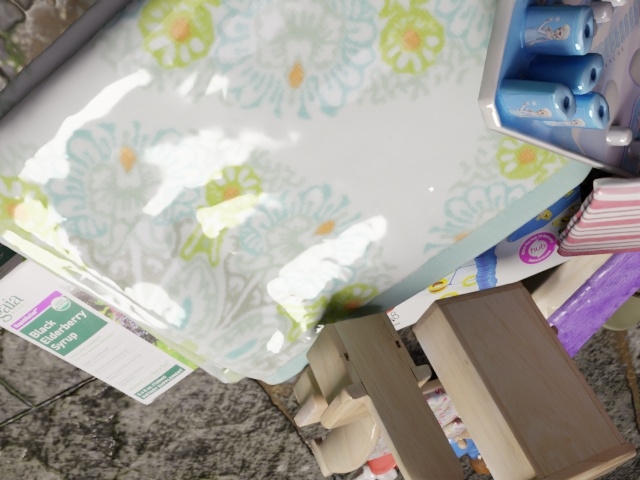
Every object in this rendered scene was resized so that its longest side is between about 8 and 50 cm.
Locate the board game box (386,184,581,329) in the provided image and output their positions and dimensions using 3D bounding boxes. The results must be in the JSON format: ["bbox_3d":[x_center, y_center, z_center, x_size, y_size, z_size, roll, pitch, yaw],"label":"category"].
[{"bbox_3d":[0.071,-0.059,0.676,0.308,0.086,0.302,-23,131,1],"label":"board game box"}]

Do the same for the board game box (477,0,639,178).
[{"bbox_3d":[0.282,-0.236,0.550,0.390,0.050,0.390,8,94,-43],"label":"board game box"}]

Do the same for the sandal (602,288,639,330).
[{"bbox_3d":[0.421,0.007,0.962,0.120,0.086,0.303,-4,129,-14],"label":"sandal"}]

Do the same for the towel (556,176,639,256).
[{"bbox_3d":[0.278,-0.024,0.612,0.144,0.029,0.197,-5,165,8],"label":"towel"}]

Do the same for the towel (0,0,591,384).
[{"bbox_3d":[-0.015,-0.063,0.530,0.374,0.090,0.320,-37,130,13],"label":"towel"}]

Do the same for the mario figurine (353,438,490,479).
[{"bbox_3d":[0.168,0.288,1.050,0.320,0.170,0.198,14,89,-36],"label":"mario figurine"}]

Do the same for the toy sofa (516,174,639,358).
[{"bbox_3d":[0.314,0.040,0.872,0.177,0.150,0.362,36,115,-4],"label":"toy sofa"}]

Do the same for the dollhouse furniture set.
[{"bbox_3d":[0.095,0.219,0.721,0.303,0.174,0.355,-8,146,-32],"label":"dollhouse furniture set"}]

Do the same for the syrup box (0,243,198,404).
[{"bbox_3d":[-0.240,0.071,0.796,0.093,0.096,0.237,-37,131,13],"label":"syrup box"}]
